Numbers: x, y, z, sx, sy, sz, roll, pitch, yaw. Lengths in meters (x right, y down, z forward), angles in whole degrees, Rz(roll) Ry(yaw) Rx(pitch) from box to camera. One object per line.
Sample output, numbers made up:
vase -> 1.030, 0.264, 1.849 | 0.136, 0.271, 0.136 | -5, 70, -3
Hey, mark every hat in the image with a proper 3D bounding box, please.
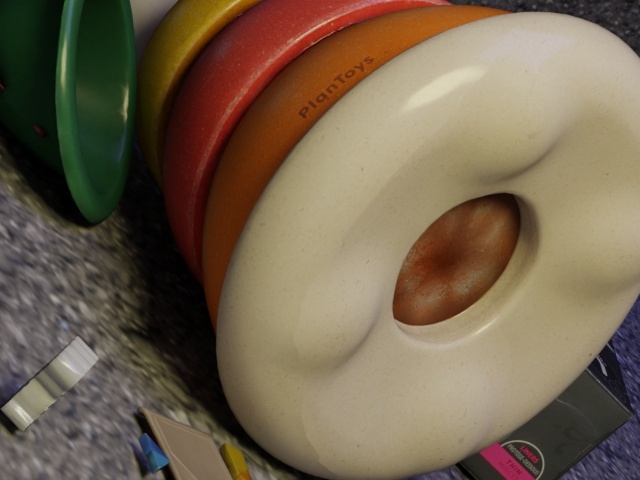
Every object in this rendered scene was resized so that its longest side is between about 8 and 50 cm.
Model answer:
hat -> -0.230, -0.116, 1.216 | 0.173, 0.184, 0.208 | 30, 62, -80

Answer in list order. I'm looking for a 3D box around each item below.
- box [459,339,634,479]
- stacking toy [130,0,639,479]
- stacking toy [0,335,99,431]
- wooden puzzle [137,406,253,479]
box -> 0.159, 0.091, 1.620 | 0.165, 0.143, 0.270 | 44, 15, -12
stacking toy -> -0.013, -0.092, 1.312 | 0.350, 0.350, 0.480 | 34, 9, -47
stacking toy -> -0.202, 0.037, 0.847 | 0.167, 0.052, 0.221 | 47, 16, -3
wooden puzzle -> -0.073, 0.132, 1.065 | 0.116, 0.014, 0.078 | 35, 15, -46
